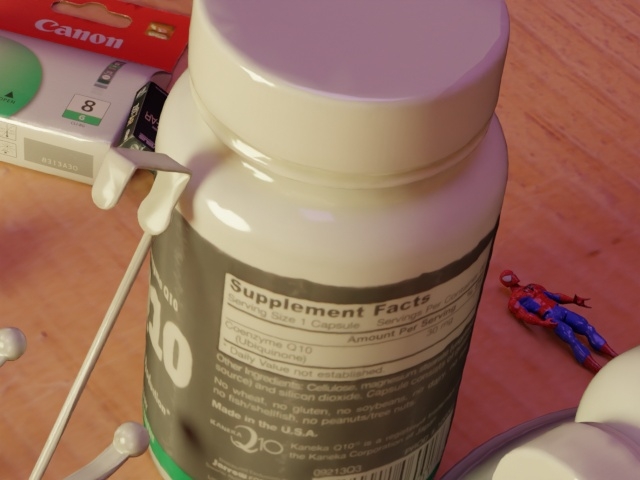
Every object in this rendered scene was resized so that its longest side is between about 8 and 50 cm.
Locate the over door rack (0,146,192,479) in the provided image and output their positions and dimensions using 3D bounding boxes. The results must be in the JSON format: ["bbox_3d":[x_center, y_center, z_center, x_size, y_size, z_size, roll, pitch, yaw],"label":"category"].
[{"bbox_3d":[-0.203,0.034,1.100,0.239,0.324,0.108,33,27,26],"label":"over door rack"}]

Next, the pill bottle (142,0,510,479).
[{"bbox_3d":[0.000,0.000,1.113,0.204,0.361,0.204,4,43,-4],"label":"pill bottle"}]

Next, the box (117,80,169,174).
[{"bbox_3d":[-0.108,-0.071,1.386,0.083,0.018,0.067,38,38,-23],"label":"box"}]

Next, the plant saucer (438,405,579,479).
[{"bbox_3d":[0.236,0.225,1.100,0.400,0.100,0.400,3,43,-3],"label":"plant saucer"}]

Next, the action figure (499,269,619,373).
[{"bbox_3d":[0.171,0.056,1.319,0.038,0.030,0.115,-35,55,-29],"label":"action figure"}]

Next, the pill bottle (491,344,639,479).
[{"bbox_3d":[0.248,0.115,1.022,0.301,0.169,0.169,-22,51,-26],"label":"pill bottle"}]

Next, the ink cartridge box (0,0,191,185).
[{"bbox_3d":[-0.210,-0.147,1.463,0.181,0.056,0.224,14,46,7],"label":"ink cartridge box"}]
